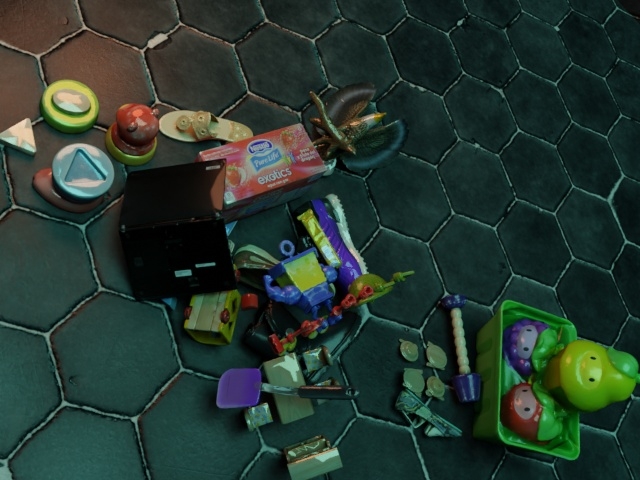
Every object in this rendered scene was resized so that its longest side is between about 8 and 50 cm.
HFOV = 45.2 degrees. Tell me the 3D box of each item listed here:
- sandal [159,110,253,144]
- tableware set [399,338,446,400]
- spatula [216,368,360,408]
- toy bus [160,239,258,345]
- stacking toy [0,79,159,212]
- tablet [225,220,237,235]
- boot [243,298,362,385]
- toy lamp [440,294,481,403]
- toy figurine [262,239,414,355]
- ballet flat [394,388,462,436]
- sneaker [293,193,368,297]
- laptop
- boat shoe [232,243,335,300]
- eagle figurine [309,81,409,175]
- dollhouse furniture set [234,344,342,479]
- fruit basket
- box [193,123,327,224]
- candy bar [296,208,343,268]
[{"bbox_3d":[-0.272,-0.289,1.888,0.240,0.079,0.088,8,65,-25],"label":"sandal"},{"bbox_3d":[0.259,0.321,1.923,0.141,0.020,0.169,23,49,-23],"label":"tableware set"},{"bbox_3d":[-0.066,0.308,1.585,0.296,0.030,0.084,2,63,1],"label":"spatula"},{"bbox_3d":[-0.228,0.134,1.710,0.202,0.104,0.191,-35,57,-8],"label":"toy bus"},{"bbox_3d":[-0.527,-0.239,1.704,0.279,0.130,0.309,40,56,-7],"label":"stacking toy"},{"bbox_3d":[-0.227,-0.056,1.854,0.054,0.006,0.083,34,58,-11],"label":"tablet"},{"bbox_3d":[-0.040,0.201,1.784,0.207,0.094,0.246,45,62,-8],"label":"boot"},{"bbox_3d":[0.361,0.279,1.971,0.080,0.080,0.275,4,66,-26],"label":"toy lamp"},{"bbox_3d":[0.001,0.074,1.698,0.362,0.191,0.217,-25,76,-37],"label":"toy figurine"},{"bbox_3d":[0.256,0.437,1.865,0.188,0.070,0.070,38,57,-6],"label":"ballet flat"},{"bbox_3d":[0.011,0.035,1.892,0.146,0.102,0.293,-13,72,-24],"label":"sneaker"},{"bbox_3d":[-0.305,-0.023,1.684,0.234,0.136,0.264,-7,107,9],"label":"laptop"},{"bbox_3d":[-0.090,0.102,1.795,0.257,0.095,0.095,21,33,-7],"label":"boat shoe"},{"bbox_3d":[0.093,-0.295,2.046,0.298,0.225,0.226,-36,132,-63],"label":"eagle figurine"},{"bbox_3d":[-0.050,0.365,1.626,0.212,0.161,0.242,-18,89,-8],"label":"dollhouse furniture set"},{"bbox_3d":[0.566,0.337,1.881,0.283,0.392,0.392,19,61,-20],"label":"fruit basket"},{"bbox_3d":[-0.158,-0.154,1.841,0.300,0.154,0.142,-22,78,-34],"label":"box"},{"bbox_3d":[0.000,0.000,1.839,0.040,0.018,0.161,-30,81,-9],"label":"candy bar"}]
